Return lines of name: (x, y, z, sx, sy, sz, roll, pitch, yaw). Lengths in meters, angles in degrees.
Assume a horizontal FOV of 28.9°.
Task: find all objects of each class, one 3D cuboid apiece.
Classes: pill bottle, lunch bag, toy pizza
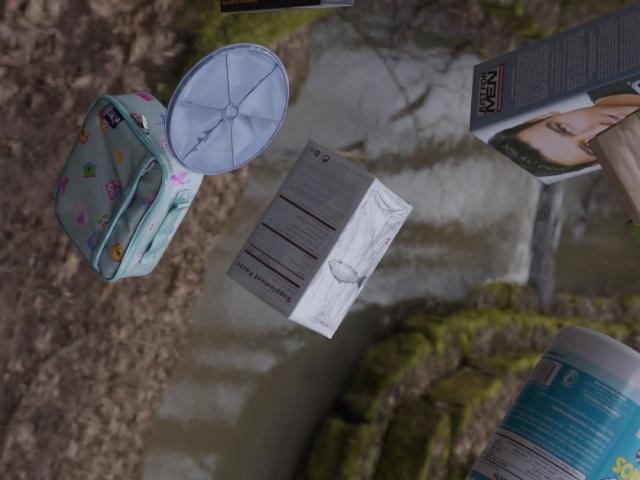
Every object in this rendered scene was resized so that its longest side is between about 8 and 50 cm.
pill bottle: (0.230, 0.225, 1.198, 0.264, 0.146, 0.146, -57, 150, -7)
lunch bag: (-0.306, -0.084, 1.966, 0.107, 0.224, 0.279, -8, 140, -44)
toy pizza: (-0.132, -0.183, 1.714, 0.201, 0.032, 0.201, -24, 135, -26)

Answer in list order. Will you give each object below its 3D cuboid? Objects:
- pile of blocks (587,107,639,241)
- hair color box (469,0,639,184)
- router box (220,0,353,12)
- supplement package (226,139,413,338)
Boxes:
pile of blocks: (0.376, 0.010, 1.084, 0.149, 0.362, 0.112, -55, -177, -10)
hair color box: (0.397, -0.198, 1.600, 0.185, 0.374, 0.114, 28, 59, -38)
router box: (-0.068, -0.537, 2.233, 0.081, 0.308, 0.243, -7, 100, -38)
supplement package: (0.000, 0.000, 1.380, 0.179, 0.105, 0.105, -58, 148, 1)
